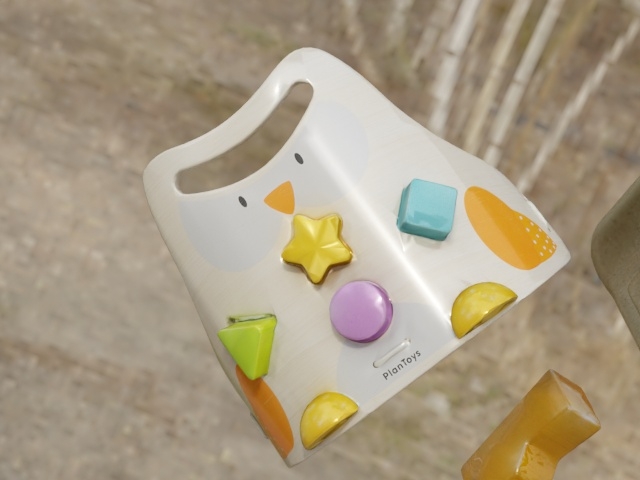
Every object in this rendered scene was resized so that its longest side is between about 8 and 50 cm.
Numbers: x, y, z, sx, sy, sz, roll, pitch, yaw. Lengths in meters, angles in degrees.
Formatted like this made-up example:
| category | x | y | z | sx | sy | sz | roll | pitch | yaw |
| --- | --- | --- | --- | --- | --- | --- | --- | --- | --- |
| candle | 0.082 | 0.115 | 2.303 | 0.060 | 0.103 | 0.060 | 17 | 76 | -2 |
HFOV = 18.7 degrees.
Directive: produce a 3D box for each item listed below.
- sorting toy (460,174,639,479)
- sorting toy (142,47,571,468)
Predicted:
| category | x | y | z | sx | sy | sz | roll | pitch | yaw |
| --- | --- | --- | --- | --- | --- | --- | --- | --- | --- |
| sorting toy | 0.161 | 0.016 | 0.715 | 0.041 | 0.307 | 0.229 | 32 | 18 | -22 |
| sorting toy | 0.000 | 0.000 | 0.434 | 0.075 | 0.083 | 0.045 | 53 | 9 | 4 |
